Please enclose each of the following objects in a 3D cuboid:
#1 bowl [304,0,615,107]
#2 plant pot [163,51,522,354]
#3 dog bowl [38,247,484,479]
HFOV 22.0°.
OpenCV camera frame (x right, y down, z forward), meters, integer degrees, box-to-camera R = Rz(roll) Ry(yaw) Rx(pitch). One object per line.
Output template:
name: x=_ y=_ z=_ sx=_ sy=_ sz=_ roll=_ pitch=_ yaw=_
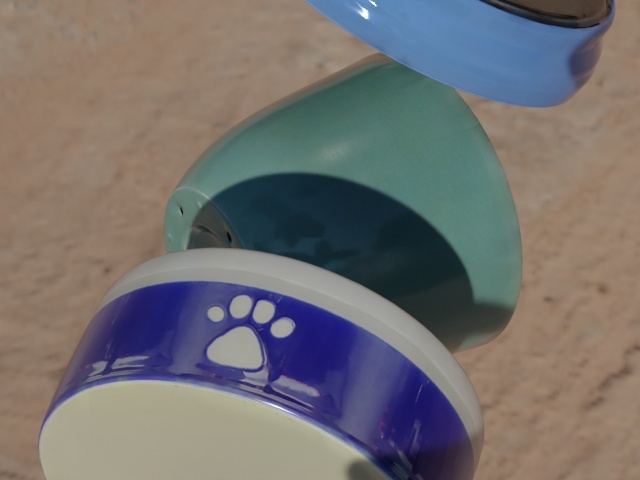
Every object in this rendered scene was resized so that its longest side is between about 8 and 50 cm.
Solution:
bowl: x=0.089 y=-0.270 z=1.441 sx=0.391 sy=0.077 sz=0.391 roll=24 pitch=31 yaw=-16
plant pot: x=0.000 y=0.000 z=1.496 sx=0.235 sy=0.293 sz=0.293 roll=-21 pitch=50 yaw=-27
dog bowl: x=-0.037 y=0.131 z=1.029 sx=0.265 sy=0.265 sz=0.104 roll=12 pitch=49 yaw=13
